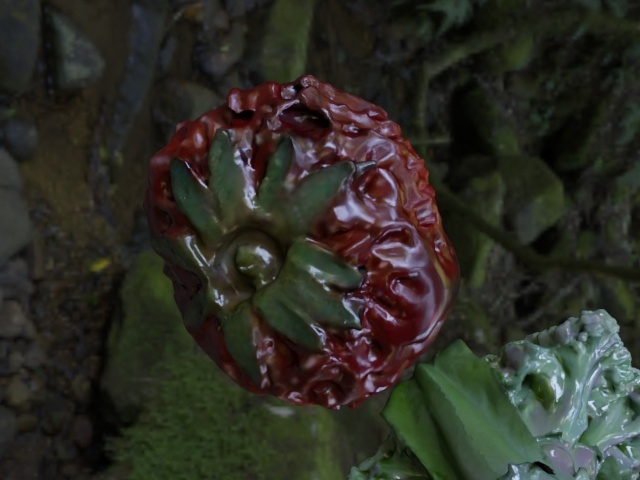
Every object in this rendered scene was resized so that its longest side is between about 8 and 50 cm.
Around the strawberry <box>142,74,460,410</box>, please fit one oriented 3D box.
[{"bbox_3d":[0.000,0.000,1.145,0.295,0.317,0.345,-59,166,11],"label":"strawberry"}]

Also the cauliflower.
[{"bbox_3d":[0.142,0.176,0.817,0.315,0.256,0.239,-4,90,-87],"label":"cauliflower"}]
